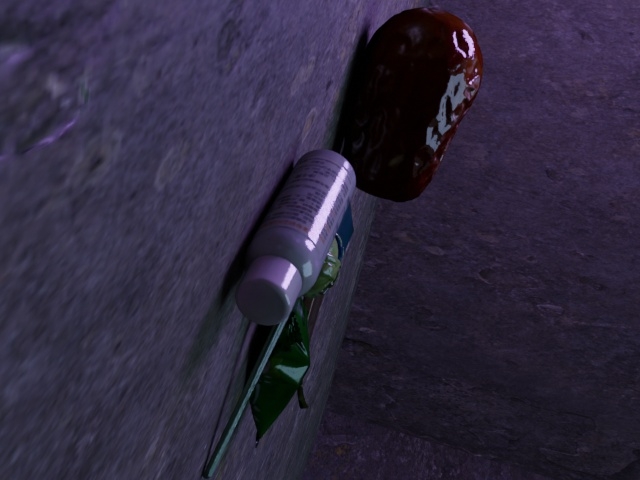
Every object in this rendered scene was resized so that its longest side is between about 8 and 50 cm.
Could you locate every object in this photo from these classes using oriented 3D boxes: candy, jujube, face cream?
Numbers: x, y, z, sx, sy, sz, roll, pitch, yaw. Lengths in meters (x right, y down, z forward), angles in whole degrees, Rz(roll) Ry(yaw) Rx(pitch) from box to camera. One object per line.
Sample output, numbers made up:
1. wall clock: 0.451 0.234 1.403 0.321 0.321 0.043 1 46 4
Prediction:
1. candy: -0.065 0.130 0.966 0.093 0.092 0.335 10 -107 57
2. jujube: 0.149 -0.227 1.343 0.223 0.223 0.317 -48 157 -77
3. candy: -0.054 0.167 1.097 0.141 0.078 0.203 -65 174 -56
4. face cream: -0.026 -0.008 0.867 0.269 0.082 0.081 -65 169 -54

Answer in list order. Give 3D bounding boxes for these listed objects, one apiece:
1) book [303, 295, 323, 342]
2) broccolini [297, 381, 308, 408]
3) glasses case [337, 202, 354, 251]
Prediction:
1. book: -0.021 0.147 1.609 0.217 0.021 0.310 29 77 -84
2. broccolini: -0.041 0.261 1.494 0.044 0.042 0.218 -37 151 -16
3. glasses case: -0.001 0.001 1.214 0.301 0.070 0.117 77 36 -82
